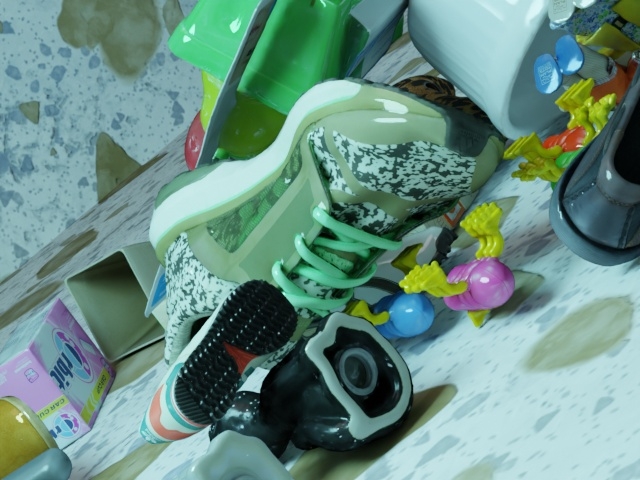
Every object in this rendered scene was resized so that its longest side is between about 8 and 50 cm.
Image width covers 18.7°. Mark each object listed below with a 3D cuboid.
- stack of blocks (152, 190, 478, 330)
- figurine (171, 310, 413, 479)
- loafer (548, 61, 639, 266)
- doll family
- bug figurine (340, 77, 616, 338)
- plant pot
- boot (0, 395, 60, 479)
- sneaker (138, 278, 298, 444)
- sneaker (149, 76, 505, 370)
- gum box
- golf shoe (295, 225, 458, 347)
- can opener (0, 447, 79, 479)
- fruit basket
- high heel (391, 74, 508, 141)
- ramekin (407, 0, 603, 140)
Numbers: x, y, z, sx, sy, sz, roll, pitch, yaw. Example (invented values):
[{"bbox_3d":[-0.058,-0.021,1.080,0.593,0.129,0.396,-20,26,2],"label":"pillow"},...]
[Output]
[{"bbox_3d":[0.000,0.000,1.835,0.297,0.087,0.171,-30,13,32],"label":"stack of blocks"},{"bbox_3d":[-0.060,0.167,1.382,0.215,0.092,0.209,-46,7,-36],"label":"figurine"},{"bbox_3d":[0.271,-0.110,1.366,0.302,0.109,0.095,-51,-8,-25],"label":"loafer"},{"bbox_3d":[0.296,-0.199,1.601,0.263,0.118,0.163,-28,-25,34],"label":"doll family"},{"bbox_3d":[0.141,-0.010,1.483,0.279,0.072,0.216,-43,6,-9],"label":"bug figurine"},{"bbox_3d":[-0.202,0.058,2.190,0.109,0.109,0.096,-27,2,40],"label":"plant pot"},{"bbox_3d":[-0.368,0.260,1.815,0.211,0.104,0.295,-34,-4,-32],"label":"boot"},{"bbox_3d":[-0.078,0.088,1.387,0.075,0.057,0.161,-35,11,40],"label":"sneaker"},{"bbox_3d":[-0.002,0.013,1.499,0.410,0.158,0.182,-30,47,53],"label":"sneaker"},{"bbox_3d":[-0.283,0.142,2.060,0.062,0.107,0.188,-34,12,11],"label":"gum box"},{"bbox_3d":[0.022,0.024,1.663,0.198,0.094,0.077,-29,12,27],"label":"golf shoe"},{"bbox_3d":[-0.324,0.274,1.731,0.283,0.076,0.095,-33,12,10],"label":"can opener"},{"bbox_3d":[-0.036,-0.130,1.795,0.327,0.165,0.353,-50,-20,-54],"label":"fruit basket"},{"bbox_3d":[0.147,-0.125,1.963,0.186,0.093,0.261,-16,17,29],"label":"high heel"},{"bbox_3d":[0.203,-0.241,1.761,0.277,0.135,0.277,-44,-21,-21],"label":"ramekin"}]
